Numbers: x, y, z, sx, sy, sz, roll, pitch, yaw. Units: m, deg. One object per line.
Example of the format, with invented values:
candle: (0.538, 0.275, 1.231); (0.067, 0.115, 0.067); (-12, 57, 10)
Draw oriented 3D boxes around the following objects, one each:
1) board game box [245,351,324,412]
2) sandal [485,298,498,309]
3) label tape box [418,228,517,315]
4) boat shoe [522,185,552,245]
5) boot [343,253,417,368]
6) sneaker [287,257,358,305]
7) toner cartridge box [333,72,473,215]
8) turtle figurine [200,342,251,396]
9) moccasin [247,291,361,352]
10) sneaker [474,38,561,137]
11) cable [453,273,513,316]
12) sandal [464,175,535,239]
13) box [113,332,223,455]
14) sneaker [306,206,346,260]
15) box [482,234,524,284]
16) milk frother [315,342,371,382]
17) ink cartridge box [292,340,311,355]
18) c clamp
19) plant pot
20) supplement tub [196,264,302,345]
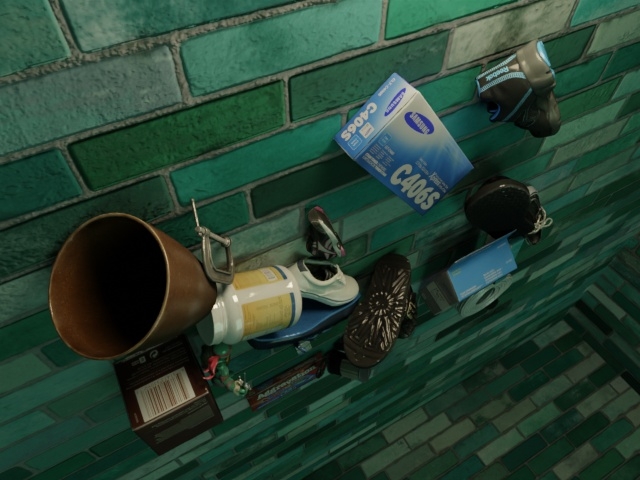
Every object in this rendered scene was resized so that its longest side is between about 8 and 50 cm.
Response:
board game box: (-0.114, 0.482, 1.565); (0.281, 0.027, 0.145); (-25, 145, -16)
sandal: (0.727, 0.261, 2.045); (0.179, 0.040, 0.067); (22, 112, -36)
label tape box: (0.487, 0.115, 1.485); (0.241, 0.106, 0.333); (-26, 165, -15)
boat shoe: (0.693, -0.068, 1.529); (0.113, 0.105, 0.306); (-35, 147, -1)
boot: (0.188, 0.235, 1.321); (0.348, 0.131, 0.260); (-60, 155, -25)
sneaker: (0.021, 0.101, 1.137); (0.258, 0.094, 0.091); (11, 139, -47)
toner cartridge box: (0.188, -0.179, 0.962); (0.165, 0.075, 0.348); (-46, 145, 14)
turtle figurine: (-0.214, 0.261, 1.052); (0.118, 0.175, 0.234); (13, 153, -15)
moccasin: (-0.033, 0.221, 1.204); (0.342, 0.138, 0.117); (-13, 133, -30)
sneaker: (0.438, -0.311, 1.016); (0.140, 0.125, 0.341); (-19, 158, 28)
cable: (0.632, 0.196, 1.820); (0.257, 0.089, 0.257); (-18, 143, -26)
sandal: (0.507, -0.099, 1.318); (0.167, 0.107, 0.446); (-17, 160, 23)
box: (-0.345, 0.356, 1.067); (0.168, 0.167, 0.203); (-24, 146, -19)
sneaker: (0.000, 0.000, 1.027); (0.077, 0.072, 0.178); (-26, 142, 4)
box: (0.623, 0.046, 1.614); (0.060, 0.100, 0.244); (-27, 147, -14)
milk frother: (0.074, 0.427, 1.539); (0.143, 0.135, 0.129); (-52, 131, -37)
ink cartridge box: (-0.058, 0.311, 1.398); (0.048, 0.028, 0.083); (-29, 146, -11)
c clamp: (-0.189, 0.012, 0.845); (0.022, 0.137, 0.160); (-12, 162, 7)
plant pot: (-0.278, 0.083, 0.780); (0.215, 0.215, 0.230); (-41, 161, 8)
supplement tub: (-0.156, 0.137, 0.985); (0.200, 0.144, 0.144); (-10, 139, -33)
